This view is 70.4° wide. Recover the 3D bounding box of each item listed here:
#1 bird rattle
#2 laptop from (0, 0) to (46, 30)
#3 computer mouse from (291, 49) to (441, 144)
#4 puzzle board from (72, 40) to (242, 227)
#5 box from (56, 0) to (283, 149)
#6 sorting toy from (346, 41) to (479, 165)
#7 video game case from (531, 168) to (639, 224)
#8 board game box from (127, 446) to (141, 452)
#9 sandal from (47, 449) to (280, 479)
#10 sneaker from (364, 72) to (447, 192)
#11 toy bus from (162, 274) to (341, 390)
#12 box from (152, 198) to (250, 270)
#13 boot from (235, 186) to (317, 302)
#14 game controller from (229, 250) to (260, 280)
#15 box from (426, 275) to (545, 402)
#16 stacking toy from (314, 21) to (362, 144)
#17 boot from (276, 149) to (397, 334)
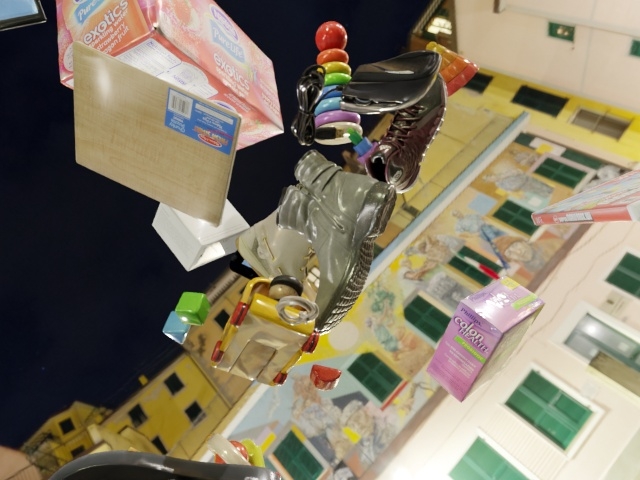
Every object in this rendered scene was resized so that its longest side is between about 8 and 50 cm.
[{"bbox_3d":[-0.195,0.549,1.075,0.143,0.207,0.253,-43,7,-21],"label":"bird rattle"},{"bbox_3d":[-0.482,-0.370,0.487,0.234,0.137,0.265,-21,-40,-17],"label":"laptop"},{"bbox_3d":[0.077,-0.219,0.754,0.261,0.060,0.184,-16,-19,-21],"label":"computer mouse"},{"bbox_3d":[-0.122,-0.074,0.332,0.011,0.128,0.096,-60,-6,-53],"label":"puzzle board"},{"bbox_3d":[-0.192,-0.245,0.649,0.154,0.142,0.300,-15,-14,21],"label":"box"},{"bbox_3d":[0.209,-0.347,1.121,0.365,0.127,0.126,-41,-75,10],"label":"sorting toy"},{"bbox_3d":[0.457,-0.073,0.652,0.203,0.025,0.285,-23,-1,3],"label":"video game case"},{"bbox_3d":[-0.246,0.436,0.723,0.124,0.039,0.259,-61,-39,-29],"label":"board game box"},{"bbox_3d":[-0.165,0.275,0.475,0.254,0.054,0.097,4,-66,-8],"label":"sandal"},{"bbox_3d":[0.175,-0.224,0.965,0.162,0.106,0.282,-21,-51,-50],"label":"sneaker"},{"bbox_3d":[-0.062,0.096,0.559,0.104,0.202,0.191,-77,-29,-43],"label":"toy bus"},{"bbox_3d":[-0.333,-0.041,1.269,0.181,0.182,0.119,-26,-21,-48],"label":"box"},{"bbox_3d":[-0.025,0.028,0.812,0.165,0.213,0.077,-40,9,15],"label":"boot"},{"bbox_3d":[-0.164,0.060,1.412,0.067,0.319,0.167,39,-105,-39],"label":"game controller"},{"bbox_3d":[0.404,0.240,1.119,0.213,0.117,0.243,-16,-48,-39],"label":"box"},{"bbox_3d":[0.035,-0.448,1.285,0.141,0.141,0.331,-4,-92,-47],"label":"stacking toy"},{"bbox_3d":[0.000,0.000,0.682,0.083,0.161,0.247,13,-80,-66],"label":"boot"}]
